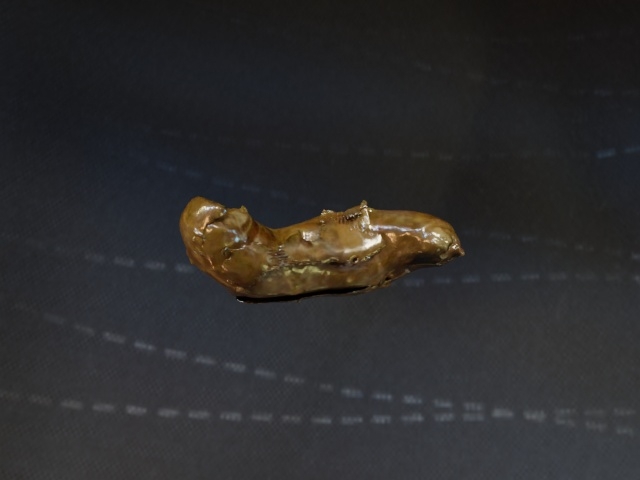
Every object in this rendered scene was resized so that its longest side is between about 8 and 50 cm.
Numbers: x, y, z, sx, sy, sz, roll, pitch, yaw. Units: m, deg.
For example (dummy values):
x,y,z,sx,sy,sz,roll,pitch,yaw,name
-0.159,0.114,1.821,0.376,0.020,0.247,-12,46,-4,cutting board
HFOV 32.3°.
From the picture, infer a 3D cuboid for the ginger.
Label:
x,y,z,sx,sy,sz,roll,pitch,yaw,name
-0.007,0.010,1.234,0.309,0.107,0.133,1,135,-21,ginger
